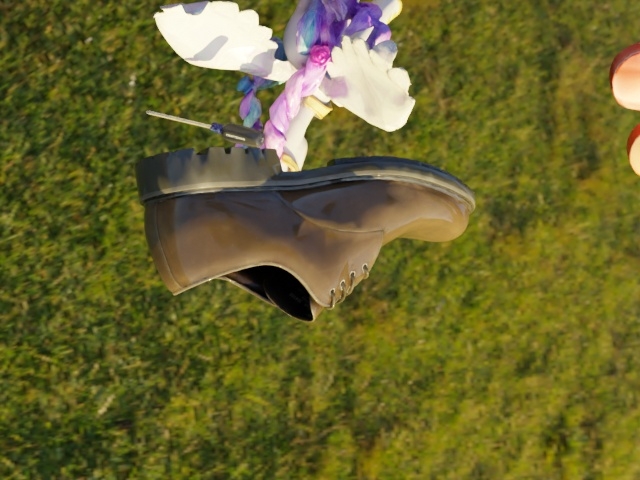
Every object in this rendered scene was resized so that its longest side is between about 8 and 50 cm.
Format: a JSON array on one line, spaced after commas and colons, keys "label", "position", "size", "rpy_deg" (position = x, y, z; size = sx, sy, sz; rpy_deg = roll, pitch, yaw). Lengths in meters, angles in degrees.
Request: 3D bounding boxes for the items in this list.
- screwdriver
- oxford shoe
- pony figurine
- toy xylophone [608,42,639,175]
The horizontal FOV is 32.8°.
[{"label": "screwdriver", "position": [-0.139, -0.137, 1.274], "size": [0.024, 0.170, 0.025], "rpy_deg": [-60, 154, -25]}, {"label": "oxford shoe", "position": [0.000, 0.000, 0.634], "size": [0.227, 0.083, 0.096], "rpy_deg": [-3, 81, -33]}, {"label": "pony figurine", "position": [-0.007, -0.229, 1.312], "size": [0.303, 0.351, 0.363], "rpy_deg": [21, 70, 9]}, {"label": "toy xylophone", "position": [0.308, -0.044, 0.674], "size": [0.081, 0.236, 0.322], "rpy_deg": [-87, 162, -53]}]
